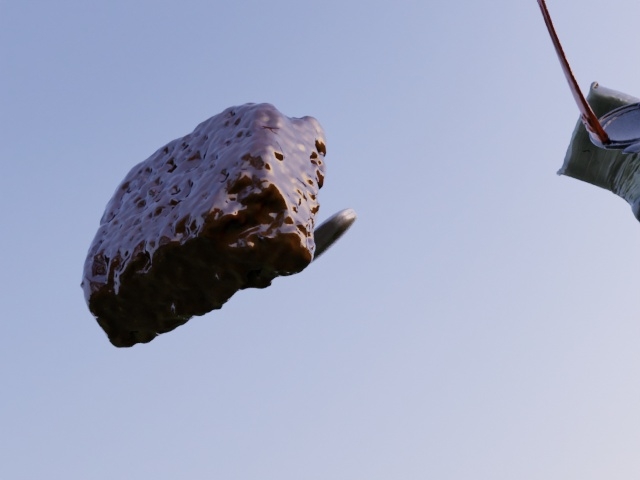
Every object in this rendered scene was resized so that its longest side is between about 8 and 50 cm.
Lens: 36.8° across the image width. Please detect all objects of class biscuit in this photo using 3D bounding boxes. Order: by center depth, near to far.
[{"bbox_3d":[-0.187,-0.040,1.506,0.395,0.343,0.166,-26,-59,25],"label":"biscuit"}]

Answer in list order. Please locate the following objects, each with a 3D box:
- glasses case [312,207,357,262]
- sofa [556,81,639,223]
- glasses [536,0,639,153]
[{"bbox_3d":[0.000,0.000,1.621,0.164,0.041,0.063,-43,-9,34],"label":"glasses case"},{"bbox_3d":[0.580,-0.170,1.848,0.176,0.225,0.210,-28,-40,-56],"label":"sofa"},{"bbox_3d":[0.355,-0.253,1.057,0.234,0.118,0.268,-37,-66,-3],"label":"glasses"}]
